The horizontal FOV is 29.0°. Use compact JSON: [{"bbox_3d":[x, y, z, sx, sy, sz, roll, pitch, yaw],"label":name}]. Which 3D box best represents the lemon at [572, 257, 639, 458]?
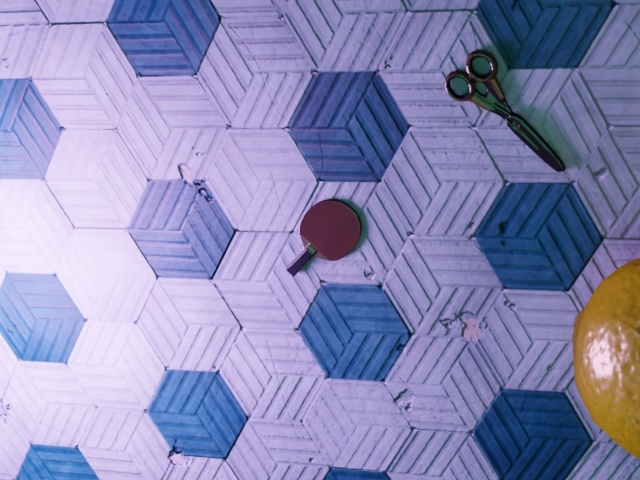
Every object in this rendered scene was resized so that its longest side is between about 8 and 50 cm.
[{"bbox_3d":[0.516,0.170,1.705,0.336,0.336,0.336,7,113,15],"label":"lemon"}]

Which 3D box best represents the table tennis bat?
[{"bbox_3d":[0.000,0.000,1.973,0.095,0.014,0.158,42,115,-4],"label":"table tennis bat"}]

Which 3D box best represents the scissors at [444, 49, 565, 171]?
[{"bbox_3d":[0.279,-0.179,1.807,0.220,0.017,0.088,45,117,-5],"label":"scissors"}]
